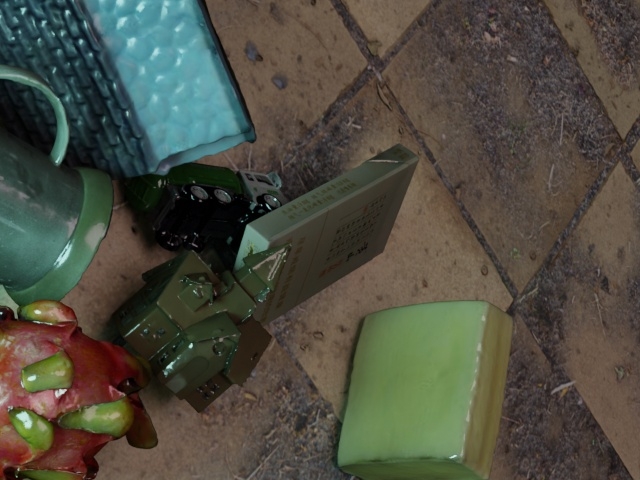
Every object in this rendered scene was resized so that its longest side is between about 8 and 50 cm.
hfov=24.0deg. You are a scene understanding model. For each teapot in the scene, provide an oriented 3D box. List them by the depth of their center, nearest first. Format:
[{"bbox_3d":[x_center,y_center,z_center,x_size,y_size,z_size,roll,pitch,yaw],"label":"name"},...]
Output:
[{"bbox_3d":[-0.423,-0.092,1.810,0.337,0.200,0.270,31,104,-34],"label":"teapot"}]

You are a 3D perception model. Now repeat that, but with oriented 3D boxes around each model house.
[{"bbox_3d":[-0.300,-0.238,1.986,0.297,0.339,0.360,-115,-177,-63],"label":"model house"},{"bbox_3d":[-0.127,0.093,2.028,0.248,0.176,0.181,-43,114,-1],"label":"model house"}]

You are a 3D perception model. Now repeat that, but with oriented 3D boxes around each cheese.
[{"bbox_3d":[0.160,0.231,2.303,0.124,0.243,0.265,37,56,-44],"label":"cheese"}]

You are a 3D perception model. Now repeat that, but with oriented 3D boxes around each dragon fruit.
[{"bbox_3d":[-0.334,0.192,1.846,0.307,0.243,0.227,65,31,-80],"label":"dragon fruit"}]

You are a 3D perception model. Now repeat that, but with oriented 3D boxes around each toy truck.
[{"bbox_3d":[-0.161,-0.055,2.151,0.242,0.101,0.125,8,38,-42],"label":"toy truck"}]

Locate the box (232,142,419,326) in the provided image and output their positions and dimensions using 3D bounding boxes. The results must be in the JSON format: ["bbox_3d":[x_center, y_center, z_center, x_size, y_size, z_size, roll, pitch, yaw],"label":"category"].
[{"bbox_3d":[0.000,-0.001,2.246,0.051,0.204,0.365,37,41,22],"label":"box"}]
